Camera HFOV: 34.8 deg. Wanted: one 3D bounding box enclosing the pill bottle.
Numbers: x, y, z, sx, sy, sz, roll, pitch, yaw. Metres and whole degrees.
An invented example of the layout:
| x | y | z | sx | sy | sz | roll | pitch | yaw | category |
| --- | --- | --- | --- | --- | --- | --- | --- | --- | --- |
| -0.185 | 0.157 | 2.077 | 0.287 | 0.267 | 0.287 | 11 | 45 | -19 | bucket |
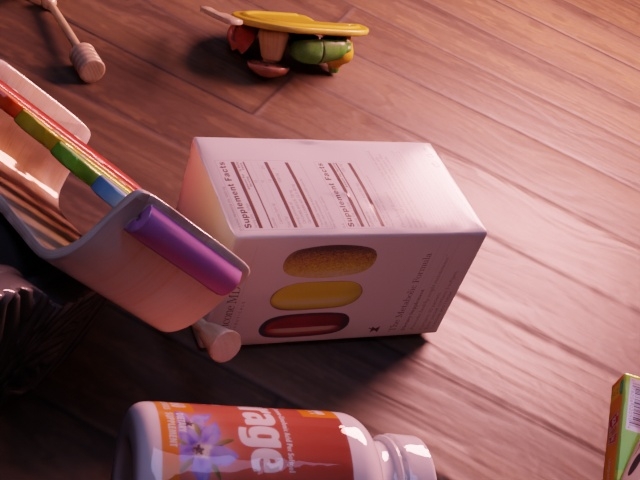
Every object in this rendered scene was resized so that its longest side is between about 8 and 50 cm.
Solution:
| x | y | z | sx | sy | sz | roll | pitch | yaw | category |
| --- | --- | --- | --- | --- | --- | --- | --- | --- | --- |
| -0.033 | 0.179 | 0.721 | 0.216 | 0.121 | 0.121 | 6 | 41 | -20 | pill bottle |

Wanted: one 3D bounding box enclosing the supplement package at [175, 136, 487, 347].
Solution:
| x | y | z | sx | sy | sz | roll | pitch | yaw | category |
| --- | --- | --- | --- | --- | --- | --- | --- | --- | --- |
| 0.000 | 0.000 | 0.933 | 0.244 | 0.139 | 0.134 | -2 | 43 | -26 | supplement package |

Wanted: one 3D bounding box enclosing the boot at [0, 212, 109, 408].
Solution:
| x | y | z | sx | sy | sz | roll | pitch | yaw | category |
| --- | --- | --- | --- | --- | --- | --- | --- | --- | --- |
| -0.378 | -0.050 | 0.658 | 0.445 | 0.146 | 0.367 | 39 | -1 | 1 | boot |

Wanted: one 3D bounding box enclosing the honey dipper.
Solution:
| x | y | z | sx | sy | sz | roll | pitch | yaw | category |
| --- | --- | --- | --- | --- | --- | --- | --- | --- | --- |
| -0.287 | -0.236 | 1.161 | 0.030 | 0.030 | 0.161 | -9 | 46 | -33 | honey dipper |

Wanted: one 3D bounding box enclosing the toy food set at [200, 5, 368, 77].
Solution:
| x | y | z | sx | sy | sz | roll | pitch | yaw | category |
| --- | --- | --- | --- | --- | --- | --- | --- | --- | --- |
| -0.045 | -0.240 | 1.261 | 0.217 | 0.071 | 0.128 | -3 | 21 | -32 | toy food set |

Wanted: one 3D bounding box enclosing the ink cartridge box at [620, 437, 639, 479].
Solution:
| x | y | z | sx | sy | sz | roll | pitch | yaw | category |
| --- | --- | --- | --- | --- | --- | --- | --- | --- | --- |
| 0.288 | 0.251 | 0.755 | 0.165 | 0.065 | 0.333 | 32 | 59 | 9 | ink cartridge box |

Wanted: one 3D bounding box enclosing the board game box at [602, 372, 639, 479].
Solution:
| x | y | z | sx | sy | sz | roll | pitch | yaw | category |
| --- | --- | --- | --- | --- | --- | --- | --- | --- | --- |
| 0.286 | 0.241 | 0.818 | 0.124 | 0.039 | 0.259 | 17 | 54 | 0 | board game box |

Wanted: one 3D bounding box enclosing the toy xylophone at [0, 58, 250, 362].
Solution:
| x | y | z | sx | sy | sz | roll | pitch | yaw | category |
| --- | --- | --- | --- | --- | --- | --- | --- | --- | --- |
| -0.168 | -0.023 | 0.797 | 0.322 | 0.081 | 0.236 | 37 | -2 | 39 | toy xylophone |
